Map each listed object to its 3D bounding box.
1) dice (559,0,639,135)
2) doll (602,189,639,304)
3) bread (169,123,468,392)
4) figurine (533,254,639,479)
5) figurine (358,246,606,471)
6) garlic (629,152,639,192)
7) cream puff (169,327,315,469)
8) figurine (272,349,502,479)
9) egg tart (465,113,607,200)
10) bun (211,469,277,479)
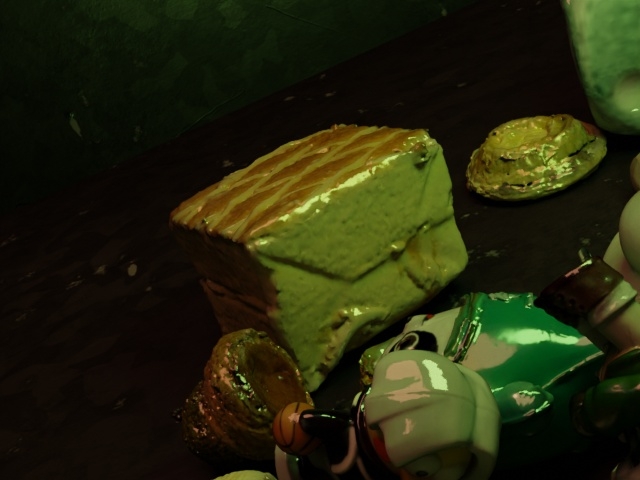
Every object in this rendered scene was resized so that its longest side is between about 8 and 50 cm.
[{"bbox_3d":[0.628,-0.398,1.749,0.348,0.331,0.328,-9,23,19],"label":"dice"},{"bbox_3d":[0.443,0.016,1.215,0.221,0.221,0.251,-20,15,7],"label":"doll"},{"bbox_3d":[0.000,0.000,1.563,0.390,0.279,0.371,-33,24,-22],"label":"bread"},{"bbox_3d":[0.323,0.188,0.863,0.167,0.370,0.281,-30,-15,-5],"label":"figurine"},{"bbox_3d":[0.203,0.169,1.125,0.340,0.232,0.323,-28,4,15],"label":"figurine"},{"bbox_3d":[0.628,-0.125,1.463,0.278,0.132,0.325,-13,29,1],"label":"garlic"},{"bbox_3d":[-0.122,0.235,1.333,0.169,0.183,0.183,-35,19,22],"label":"cream puff"},{"bbox_3d":[0.063,0.193,0.962,0.236,0.176,0.133,-29,48,39],"label":"figurine"},{"bbox_3d":[0.395,-0.168,1.792,0.278,0.095,0.279,-17,26,9],"label":"egg tart"},{"bbox_3d":[-0.148,0.368,1.065,0.287,0.146,0.287,-25,0,0],"label":"bun"}]
